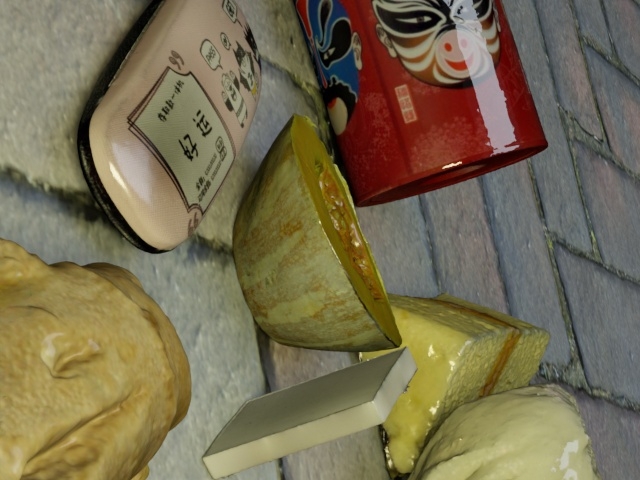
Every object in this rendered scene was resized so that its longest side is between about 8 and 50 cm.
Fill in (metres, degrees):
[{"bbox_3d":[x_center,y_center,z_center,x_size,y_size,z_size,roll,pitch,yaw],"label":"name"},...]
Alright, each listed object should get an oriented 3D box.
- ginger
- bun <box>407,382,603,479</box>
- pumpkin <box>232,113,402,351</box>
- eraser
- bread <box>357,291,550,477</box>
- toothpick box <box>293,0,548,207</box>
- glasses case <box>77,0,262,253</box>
[{"bbox_3d":[-0.168,0.114,0.923,0.354,0.126,0.190,-73,144,-58],"label":"ginger"},{"bbox_3d":[0.191,0.310,1.450,0.365,0.219,0.365,-24,90,-82],"label":"bun"},{"bbox_3d":[-0.014,0.011,1.381,0.217,0.110,0.217,56,16,-24],"label":"pumpkin"},{"bbox_3d":[-0.007,0.130,1.231,0.023,0.150,0.104,64,24,-10],"label":"eraser"},{"bbox_3d":[0.131,0.119,1.606,0.178,0.142,0.266,59,20,11],"label":"bread"},{"bbox_3d":[0.081,-0.220,1.618,0.204,0.204,0.333,-6,79,-66],"label":"toothpick box"},{"bbox_3d":[-0.111,-0.106,1.272,0.122,0.075,0.314,57,27,-23],"label":"glasses case"}]
